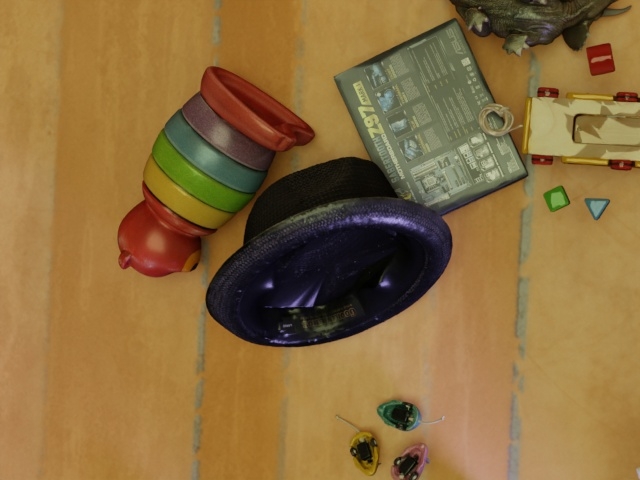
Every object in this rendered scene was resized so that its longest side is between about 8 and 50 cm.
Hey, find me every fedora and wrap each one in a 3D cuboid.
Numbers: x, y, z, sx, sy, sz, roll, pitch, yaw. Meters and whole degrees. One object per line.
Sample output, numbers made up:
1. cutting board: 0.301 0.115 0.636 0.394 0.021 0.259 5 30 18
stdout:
1. fedora: 0.000 0.000 1.774 0.334 0.334 0.152 -21 57 10

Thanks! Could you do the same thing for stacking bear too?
1. stacking bear: -0.165 -0.073 1.838 0.164 0.175 0.289 38 104 5

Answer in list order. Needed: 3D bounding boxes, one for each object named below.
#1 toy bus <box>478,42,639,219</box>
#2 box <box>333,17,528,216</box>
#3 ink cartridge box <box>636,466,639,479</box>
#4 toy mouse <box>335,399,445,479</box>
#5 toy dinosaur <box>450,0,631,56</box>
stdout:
1. toy bus: 0.339 -0.141 1.766 0.191 0.104 0.202 -40 81 11
2. box: 0.147 -0.152 1.823 0.183 0.059 0.232 -26 87 9
3. ink cartridge box: 0.508 0.308 1.577 0.232 0.066 0.189 -15 103 31
4. toy mouse: 0.111 0.270 1.832 0.143 0.031 0.161 -33 57 15
5. toy dinosaur: 0.232 -0.300 1.771 0.314 0.160 0.121 11 97 17
